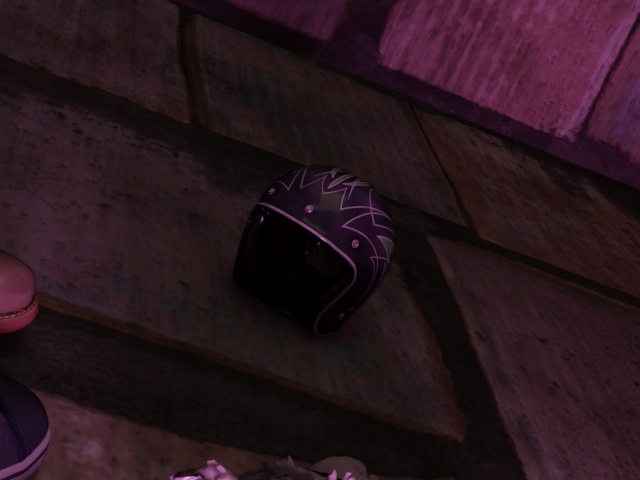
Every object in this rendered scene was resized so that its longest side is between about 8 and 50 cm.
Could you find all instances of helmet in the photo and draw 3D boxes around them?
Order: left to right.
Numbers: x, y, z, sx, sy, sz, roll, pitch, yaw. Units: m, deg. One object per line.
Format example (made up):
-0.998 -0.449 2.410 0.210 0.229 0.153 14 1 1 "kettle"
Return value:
0.000 0.000 1.481 0.169 0.161 0.169 22 20 -9 "helmet"

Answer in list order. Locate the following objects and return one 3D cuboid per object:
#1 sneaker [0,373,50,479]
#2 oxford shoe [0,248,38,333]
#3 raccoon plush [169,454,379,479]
-0.297 0.101 0.926 0.126 0.127 0.321 38 21 34 "sneaker"
-0.381 -0.023 1.123 0.348 0.130 0.123 19 21 -17 "oxford shoe"
0.039 0.283 0.782 0.299 0.216 0.446 14 21 -8 "raccoon plush"
